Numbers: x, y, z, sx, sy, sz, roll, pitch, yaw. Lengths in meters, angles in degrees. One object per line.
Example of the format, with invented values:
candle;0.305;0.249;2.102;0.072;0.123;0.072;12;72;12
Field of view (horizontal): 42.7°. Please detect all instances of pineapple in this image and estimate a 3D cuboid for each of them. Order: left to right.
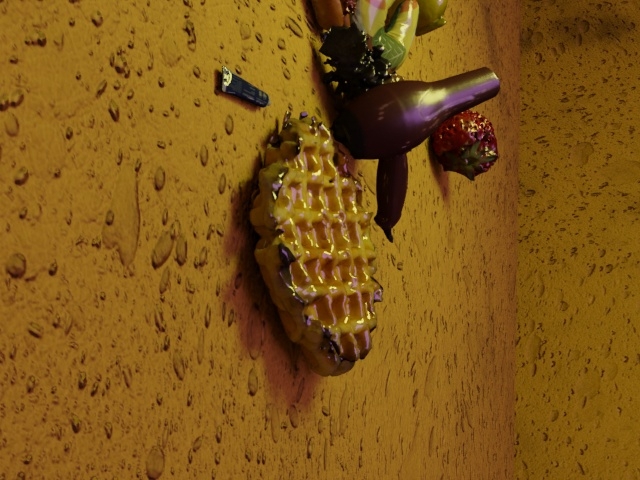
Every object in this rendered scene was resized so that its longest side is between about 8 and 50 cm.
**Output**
pineapple;0.093;-0.287;1.514;0.278;0.158;0.157;56;35;-42

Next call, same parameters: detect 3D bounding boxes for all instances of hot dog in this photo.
hot dog;0.010;-0.478;1.442;0.102;0.076;0.249;-71;147;-51

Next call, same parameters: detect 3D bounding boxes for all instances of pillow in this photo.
pillow;0.118;-0.425;1.618;0.214;0.086;0.233;-63;149;-8

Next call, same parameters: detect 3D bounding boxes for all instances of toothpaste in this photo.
toothpaste;-0.106;-0.215;1.176;0.140;0.021;0.037;14;73;-65

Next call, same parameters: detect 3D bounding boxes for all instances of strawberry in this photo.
strawberry;0.382;-0.277;2.185;0.184;0.187;0.201;111;-22;-49

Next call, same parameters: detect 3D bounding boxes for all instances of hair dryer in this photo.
hair dryer;0.171;-0.142;1.499;0.123;0.313;0.340;50;-29;43

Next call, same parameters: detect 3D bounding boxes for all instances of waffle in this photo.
waffle;0.000;0.000;1.297;0.379;0.095;0.382;-71;145;-47

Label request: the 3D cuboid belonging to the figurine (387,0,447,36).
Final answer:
figurine;0.186;-0.617;1.791;0.218;0.169;0.326;-82;161;-68
